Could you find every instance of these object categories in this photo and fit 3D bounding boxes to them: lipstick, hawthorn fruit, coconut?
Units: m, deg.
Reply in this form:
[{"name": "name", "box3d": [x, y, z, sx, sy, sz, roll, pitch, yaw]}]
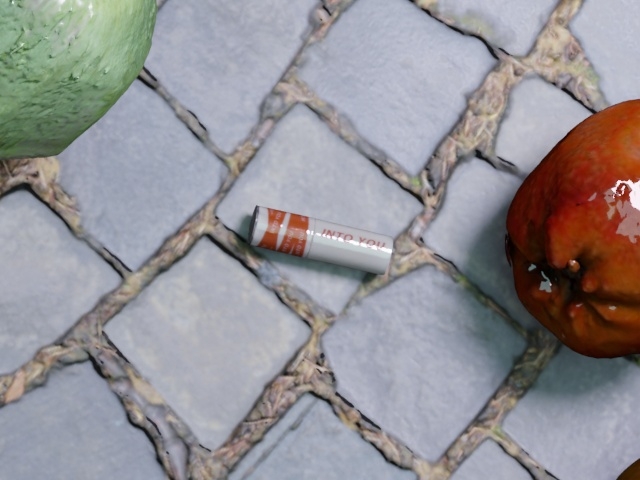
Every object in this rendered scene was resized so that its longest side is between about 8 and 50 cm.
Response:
[{"name": "lipstick", "box3d": [0.000, 0.000, 1.808, 0.130, 0.038, 0.038, 12, 85, -8]}, {"name": "hawthorn fruit", "box3d": [0.302, -0.034, 1.780, 0.211, 0.211, 0.299, 45, 68, -4]}, {"name": "coconut", "box3d": [-0.300, -0.210, 1.659, 0.328, 0.328, 0.281, 18, 55, -7]}]

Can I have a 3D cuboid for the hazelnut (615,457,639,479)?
[{"name": "hazelnut", "box3d": [0.374, 0.263, 1.774, 0.251, 0.217, 0.217, -10, 88, 15]}]
